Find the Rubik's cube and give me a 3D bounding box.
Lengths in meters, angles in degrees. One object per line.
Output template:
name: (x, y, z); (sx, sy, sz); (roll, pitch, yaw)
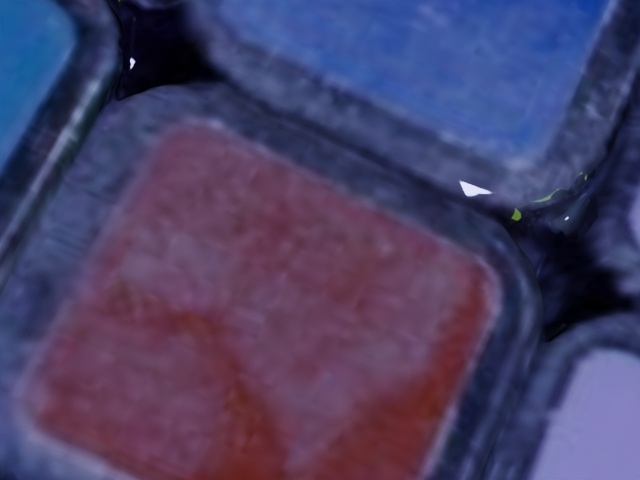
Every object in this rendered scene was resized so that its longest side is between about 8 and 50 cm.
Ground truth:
Rubik's cube: (0.000, 0.000, 0.618); (0.362, 0.359, 0.363); (-62, -179, -29)
